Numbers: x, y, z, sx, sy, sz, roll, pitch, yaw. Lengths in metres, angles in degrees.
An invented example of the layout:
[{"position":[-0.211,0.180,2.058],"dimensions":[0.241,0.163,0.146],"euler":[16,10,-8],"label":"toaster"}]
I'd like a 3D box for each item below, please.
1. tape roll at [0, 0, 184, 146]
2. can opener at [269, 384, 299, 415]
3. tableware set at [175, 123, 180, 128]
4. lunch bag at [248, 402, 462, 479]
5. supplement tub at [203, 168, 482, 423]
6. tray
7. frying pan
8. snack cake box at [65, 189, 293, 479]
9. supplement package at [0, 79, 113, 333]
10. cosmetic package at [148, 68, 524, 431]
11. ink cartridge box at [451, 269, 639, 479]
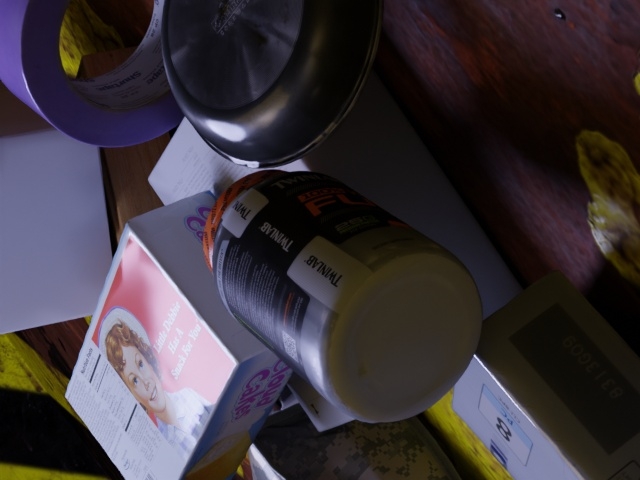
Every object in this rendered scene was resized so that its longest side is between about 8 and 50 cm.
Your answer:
[{"position":[-0.169,-0.176,1.245],"dimensions":[0.080,0.189,0.189],"euler":[34,152,48],"label":"tape roll"},{"position":[-0.059,0.186,1.753],"dimensions":[0.280,0.074,0.093],"euler":[41,157,39],"label":"can opener"},{"position":[-0.104,-0.036,1.549],"dimensions":[0.194,0.039,0.128],"euler":[37,154,45],"label":"tableware set"},{"position":[0.067,0.297,1.480],"dimensions":[0.287,0.169,0.235],"euler":[52,161,28],"label":"lunch bag"},{"position":[0.006,0.026,0.988],"dimensions":[0.190,0.117,0.117],"euler":[35,153,52],"label":"supplement tub"},{"position":[-0.175,0.034,1.568],"dimensions":[0.203,0.076,0.411],"euler":[139,119,-71],"label":"tray"},{"position":[-0.052,-0.208,1.045],"dimensions":[0.197,0.053,0.326],"euler":[-23,72,40],"label":"frying pan"},{"position":[-0.116,0.102,1.313],"dimensions":[0.152,0.089,0.264],"euler":[51,142,19],"label":"snack cake box"},{"position":[-0.334,-0.047,1.560],"dimensions":[0.263,0.199,0.198],"euler":[-134,36,-62],"label":"supplement package"},{"position":[0.000,0.000,1.261],"dimensions":[0.284,0.097,0.377],"euler":[58,161,2],"label":"cosmetic package"},{"position":[0.213,0.226,1.089],"dimensions":[0.308,0.091,0.385],"euler":[49,164,21],"label":"ink cartridge box"}]
